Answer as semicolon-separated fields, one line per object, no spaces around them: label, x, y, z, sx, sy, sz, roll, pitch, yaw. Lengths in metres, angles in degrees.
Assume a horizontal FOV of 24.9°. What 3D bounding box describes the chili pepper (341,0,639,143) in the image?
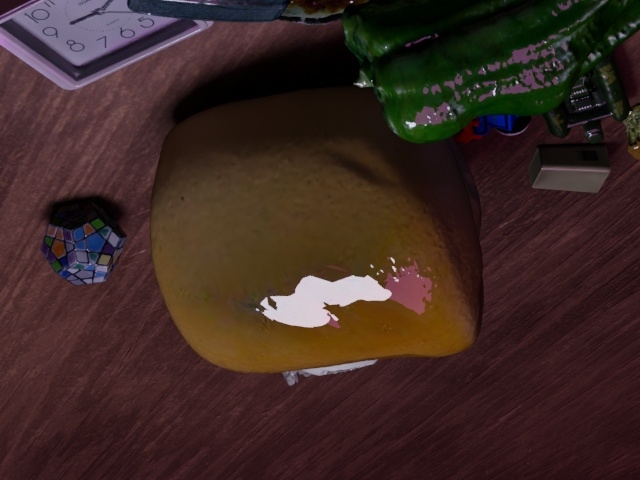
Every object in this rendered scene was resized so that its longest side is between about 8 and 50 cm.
chili pepper;0.214;-0.214;1.413;0.385;0.213;0.167;-25;110;-1

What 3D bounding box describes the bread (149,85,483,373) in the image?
bread;0.000;0.000;1.662;0.376;0.253;0.348;-5;114;17

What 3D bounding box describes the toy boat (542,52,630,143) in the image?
toy boat;0.302;-0.180;1.703;0.104;0.052;0.210;-13;152;15

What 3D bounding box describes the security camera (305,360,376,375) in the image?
security camera;0.026;0.053;1.945;0.195;0.194;0.236;-1;146;-10

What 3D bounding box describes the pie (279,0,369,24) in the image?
pie;0.006;-0.293;1.423;0.240;0.054;0.240;-5;153;-3

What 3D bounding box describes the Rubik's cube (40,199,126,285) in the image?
Rubik's cube;-0.305;0.003;1.867;0.111;0.093;0.111;-3;152;-2

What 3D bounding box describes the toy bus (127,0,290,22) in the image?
toy bus;-0.086;-0.313;1.129;0.138;0.275;0.167;1;152;-16

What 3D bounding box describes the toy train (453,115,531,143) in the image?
toy train;0.192;-0.184;1.604;0.131;0.082;0.204;15;156;16

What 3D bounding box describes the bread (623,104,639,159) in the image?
bread;0.455;-0.136;1.802;0.140;0.069;0.128;18;145;-37

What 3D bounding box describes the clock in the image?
clock;-0.223;-0.238;1.462;0.197;0.063;0.150;-20;149;23

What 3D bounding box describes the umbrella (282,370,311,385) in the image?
umbrella;-0.096;0.089;2.098;0.113;0.106;0.357;-26;140;15

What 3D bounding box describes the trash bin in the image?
trash bin;0.322;-0.093;1.881;0.092;0.043;0.061;-1;152;-9
